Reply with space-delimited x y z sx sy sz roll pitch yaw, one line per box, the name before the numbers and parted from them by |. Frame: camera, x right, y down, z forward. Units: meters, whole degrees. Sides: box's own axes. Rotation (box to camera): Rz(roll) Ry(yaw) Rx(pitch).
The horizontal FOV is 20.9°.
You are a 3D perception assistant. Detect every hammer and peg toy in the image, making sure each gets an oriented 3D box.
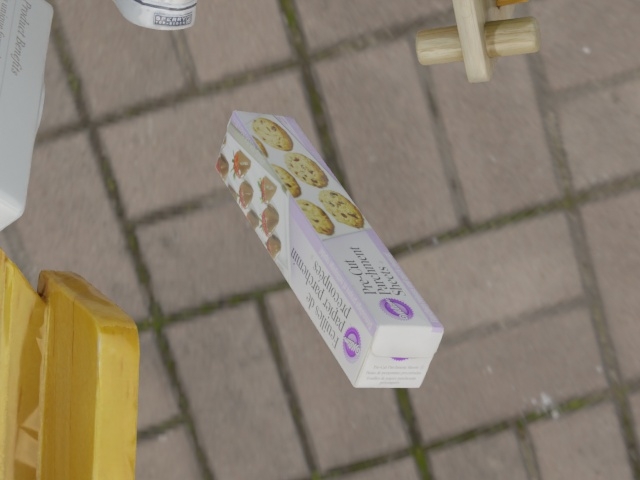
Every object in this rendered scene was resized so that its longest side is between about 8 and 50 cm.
hammer and peg toy | 0.149 -0.372 1.740 0.127 0.266 0.361 -5 117 17

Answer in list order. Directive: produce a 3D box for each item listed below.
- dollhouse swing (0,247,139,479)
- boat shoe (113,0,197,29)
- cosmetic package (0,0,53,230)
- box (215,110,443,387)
dollhouse swing | -0.243 0.121 0.937 0.347 0.305 0.315 7 79 -29
boat shoe | -0.197 -0.298 1.773 0.096 0.267 0.088 -3 118 -22
cosmetic package | -0.541 -0.166 1.820 0.327 0.329 0.393 -32 129 30
box | 0.000 0.000 1.453 0.067 0.324 0.063 3 123 -28
